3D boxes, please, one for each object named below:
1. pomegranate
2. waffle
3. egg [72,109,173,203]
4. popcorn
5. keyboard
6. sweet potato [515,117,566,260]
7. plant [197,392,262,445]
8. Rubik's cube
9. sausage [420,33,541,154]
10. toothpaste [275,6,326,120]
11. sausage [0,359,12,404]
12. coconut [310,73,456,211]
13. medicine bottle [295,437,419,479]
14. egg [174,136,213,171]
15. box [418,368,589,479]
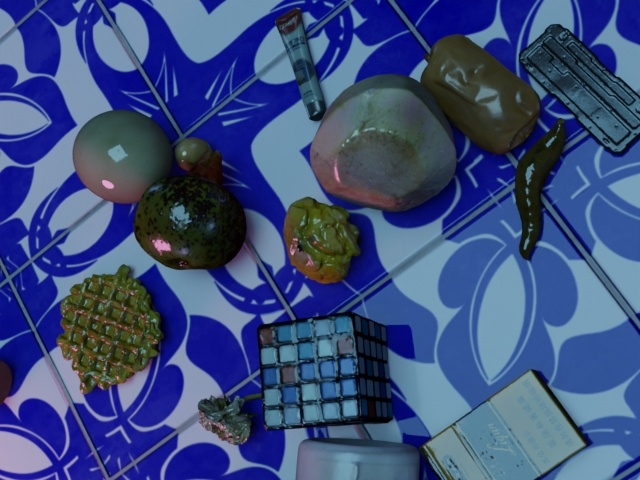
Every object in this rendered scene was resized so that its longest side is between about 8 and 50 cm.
[{"bbox_3d":[-0.235,-0.063,1.752,0.214,0.214,0.247,8,67,22],"label":"pomegranate"},{"bbox_3d":[-0.431,0.175,1.852,0.243,0.059,0.237,-30,71,15],"label":"waffle"},{"bbox_3d":[-0.393,-0.167,1.823,0.242,0.186,0.185,20,88,56],"label":"egg"},{"bbox_3d":[0.000,0.000,1.676,0.148,0.152,0.167,-7,102,48],"label":"popcorn"},{"bbox_3d":[0.464,-0.267,1.605,0.106,0.016,0.262,-43,69,10],"label":"keyboard"},{"bbox_3d":[0.366,-0.092,1.593,0.069,0.059,0.249,15,91,10],"label":"sweet potato"},{"bbox_3d":[-0.160,0.314,1.708,0.116,0.104,0.122,42,72,1],"label":"plant"},{"bbox_3d":[0.011,0.233,1.602,0.182,0.187,0.184,-10,75,20],"label":"Rubik's cube"},{"bbox_3d":[0.275,-0.261,1.621,0.136,0.120,0.241,-43,70,5],"label":"sausage"},{"bbox_3d":[-0.035,-0.345,1.803,0.062,0.039,0.239,-24,71,23],"label":"toothpaste"},{"bbox_3d":[-0.779,0.280,1.942,0.259,0.113,0.113,10,84,21],"label":"sausage"},{"bbox_3d":[0.110,-0.169,1.612,0.259,0.259,0.259,-4,79,21],"label":"coconut"},{"bbox_3d":[0.055,0.521,1.519,0.211,0.211,0.371,0,81,21],"label":"medicine bottle"},{"bbox_3d":[-0.255,-0.172,1.831,0.071,0.083,0.071,-2,84,24],"label":"egg"},{"bbox_3d":[0.304,0.343,1.534,0.237,0.070,0.152,-37,70,9],"label":"box"}]
